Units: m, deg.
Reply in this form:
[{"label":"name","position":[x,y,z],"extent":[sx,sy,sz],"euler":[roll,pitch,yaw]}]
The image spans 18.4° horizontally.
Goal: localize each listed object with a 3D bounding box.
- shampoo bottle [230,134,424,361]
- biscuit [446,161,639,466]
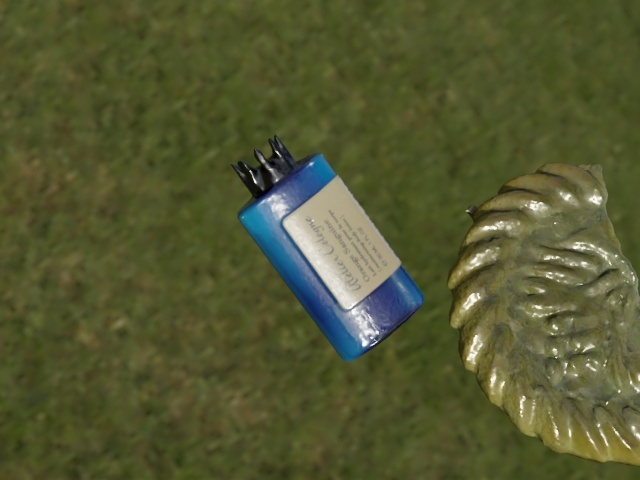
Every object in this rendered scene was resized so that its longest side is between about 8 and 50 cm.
[{"label":"shampoo bottle","position":[0.000,0.000,1.565],"extent":[0.183,0.087,0.050],"euler":[54,-17,-8]},{"label":"biscuit","position":[0.199,0.067,1.659],"extent":[0.187,0.036,0.273],"euler":[-14,74,-20]}]
